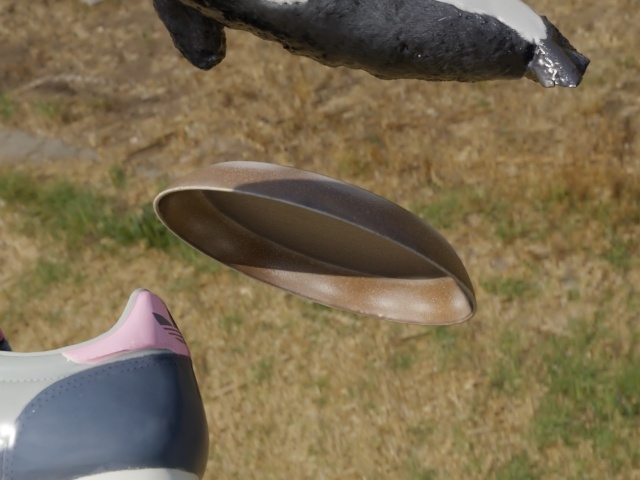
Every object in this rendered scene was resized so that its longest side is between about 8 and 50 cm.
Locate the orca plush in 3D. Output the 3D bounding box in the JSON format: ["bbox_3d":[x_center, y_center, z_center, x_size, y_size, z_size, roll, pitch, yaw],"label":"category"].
[{"bbox_3d":[-0.024,-0.124,0.591,0.287,0.102,0.151,21,42,-15],"label":"orca plush"}]

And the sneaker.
[{"bbox_3d":[-0.212,0.101,0.663,0.319,0.112,0.131,-5,66,4],"label":"sneaker"}]

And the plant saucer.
[{"bbox_3d":[0.000,0.000,1.194,0.311,0.310,0.050,10,73,27],"label":"plant saucer"}]
